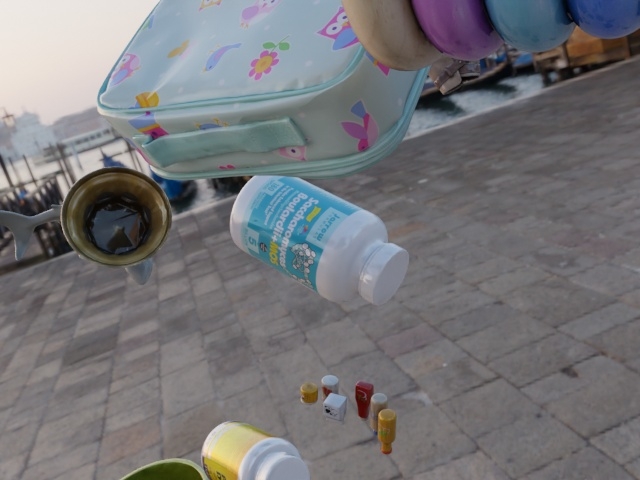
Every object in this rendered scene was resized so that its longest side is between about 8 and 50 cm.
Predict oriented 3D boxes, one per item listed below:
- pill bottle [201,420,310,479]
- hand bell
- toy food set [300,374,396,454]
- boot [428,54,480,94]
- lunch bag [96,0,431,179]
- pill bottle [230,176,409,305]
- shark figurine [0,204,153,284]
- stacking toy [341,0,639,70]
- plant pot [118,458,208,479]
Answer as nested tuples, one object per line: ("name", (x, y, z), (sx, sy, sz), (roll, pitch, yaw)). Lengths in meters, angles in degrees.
("pill bottle", (-0.109, 0.380, 1.116), (0.117, 0.117, 0.215), (-26, 12, -31))
("hand bell", (-0.273, 0.004, 0.893), (0.126, 0.126, 0.242), (-23, -8, -22))
("toy food set", (0.070, 0.389, 1.501), (0.232, 0.104, 0.111), (10, 26, 23))
("boot", (0.155, -0.239, 0.902), (0.118, 0.087, 0.042), (-21, -4, 15))
("lunch bag", (-0.045, -0.152, 0.564), (0.279, 0.108, 0.224), (1, 59, 34))
("pill bottle", (0.000, 0.000, 1.012), (0.264, 0.146, 0.146), (27, 38, 28))
("shark figurine", (-0.379, -0.041, 1.071), (0.278, 0.116, 0.166), (13, 55, 11))
("stacking toy", (0.175, -0.151, 0.284), (0.330, 0.141, 0.141), (5, 24, 30))
("plant pot", (-0.322, 0.741, 1.444), (0.367, 0.353, 0.366), (-22, 25, 10))
